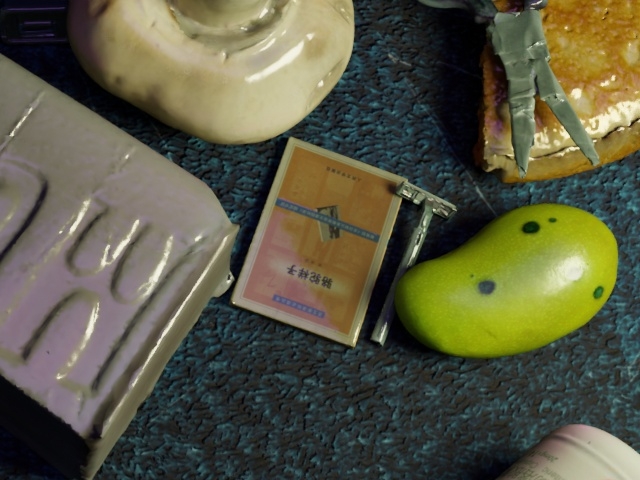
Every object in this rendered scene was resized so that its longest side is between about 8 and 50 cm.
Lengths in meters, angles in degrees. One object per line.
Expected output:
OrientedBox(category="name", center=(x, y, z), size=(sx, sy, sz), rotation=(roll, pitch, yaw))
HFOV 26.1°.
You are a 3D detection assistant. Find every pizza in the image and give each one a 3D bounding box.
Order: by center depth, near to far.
OrientedBox(category="pizza", center=(0.342, -0.297, 1.870), size=(0.440, 0.130, 0.406), rotation=(-27, 70, -8))

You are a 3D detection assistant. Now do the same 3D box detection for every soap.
OrientedBox(category="soap", center=(-0.347, 0.012, 1.605), size=(0.435, 0.213, 0.350), rotation=(35, 72, 2))

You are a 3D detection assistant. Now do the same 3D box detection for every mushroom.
OrientedBox(category="mushroom", center=(-0.143, -0.280, 1.694), size=(0.325, 0.353, 0.353), rotation=(-30, 79, 13))

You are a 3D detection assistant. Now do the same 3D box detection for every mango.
OrientedBox(category="mango", center=(0.238, 0.055, 1.731), size=(0.293, 0.143, 0.175), rotation=(-19, 83, -9))

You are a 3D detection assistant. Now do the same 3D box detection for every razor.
OrientedBox(category="razor", center=(0.108, 0.034, 1.762), size=(0.084, 0.036, 0.211), rotation=(25, 73, -16))

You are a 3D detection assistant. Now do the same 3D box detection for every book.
OrientedBox(category="book", center=(0.000, 0.000, 1.768), size=(0.170, 0.018, 0.242), rotation=(20, 71, -4))

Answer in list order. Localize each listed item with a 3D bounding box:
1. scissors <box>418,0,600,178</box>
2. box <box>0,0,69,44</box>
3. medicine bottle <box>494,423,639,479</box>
OrientedBox(category="scissors", center=(0.263, -0.252, 1.772), size=(0.256, 0.029, 0.383), rotation=(-15, 64, 3))
OrientedBox(category="box", center=(-0.363, -0.293, 1.768), size=(0.099, 0.074, 0.054), rotation=(-3, 60, -11))
OrientedBox(category="medicine bottle", center=(0.259, 0.386, 1.579), size=(0.302, 0.241, 0.241), rotation=(-37, 83, -18))
